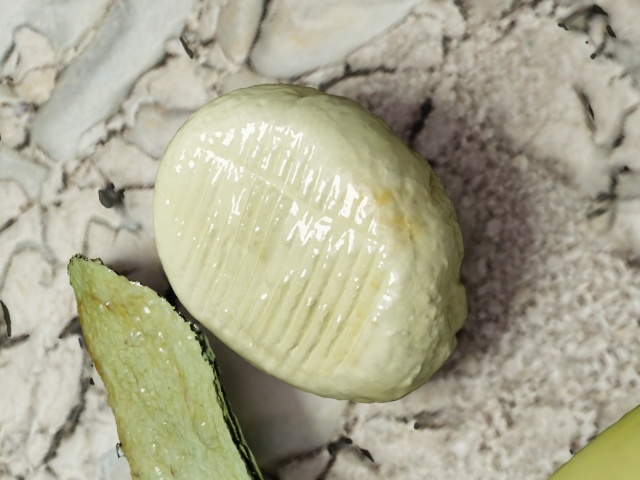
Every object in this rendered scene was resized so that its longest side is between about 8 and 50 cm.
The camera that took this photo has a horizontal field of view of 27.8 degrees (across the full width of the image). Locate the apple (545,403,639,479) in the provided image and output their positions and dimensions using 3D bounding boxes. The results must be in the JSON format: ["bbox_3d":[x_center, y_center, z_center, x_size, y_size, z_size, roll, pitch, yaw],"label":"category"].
[{"bbox_3d":[0.204,0.179,0.516,0.292,0.292,0.254,-38,56,13],"label":"apple"}]

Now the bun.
[{"bbox_3d":[0.000,0.000,0.701,0.188,0.111,0.164,29,114,22],"label":"bun"}]

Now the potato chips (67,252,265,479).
[{"bbox_3d":[-0.091,0.095,0.742,0.209,0.026,0.142,34,127,35],"label":"potato chips"}]
